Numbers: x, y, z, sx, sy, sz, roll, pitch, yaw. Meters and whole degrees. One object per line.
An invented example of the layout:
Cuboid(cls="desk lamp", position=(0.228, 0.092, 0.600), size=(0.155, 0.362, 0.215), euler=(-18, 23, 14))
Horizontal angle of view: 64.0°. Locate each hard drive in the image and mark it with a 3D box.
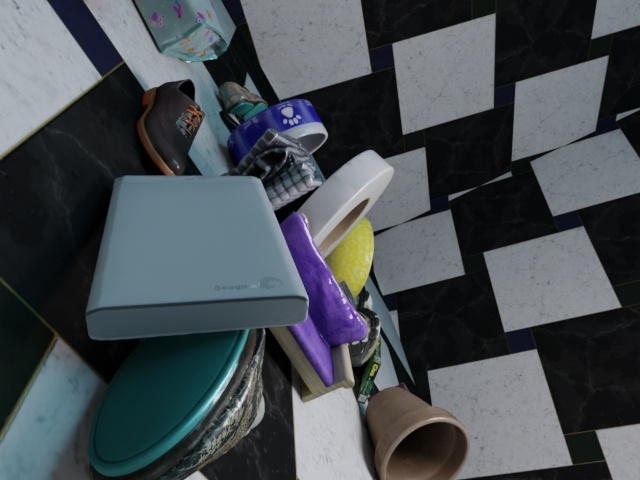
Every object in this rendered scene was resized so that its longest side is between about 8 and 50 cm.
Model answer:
Cuboid(cls="hard drive", position=(-0.148, -0.002, 0.607), size=(0.307, 0.203, 0.040), euler=(-118, -150, -57))

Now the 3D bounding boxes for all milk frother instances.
Cuboid(cls="milk frother", position=(0.034, 0.205, 1.372), size=(0.143, 0.134, 0.129), euler=(59, 11, -30))

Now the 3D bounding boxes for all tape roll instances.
Cuboid(cls="tape roll", position=(0.024, -0.049, 1.238), size=(0.072, 0.392, 0.392), euler=(42, 6, 9))

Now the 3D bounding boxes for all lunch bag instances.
Cuboid(cls="lunch bag", position=(-0.349, -0.586, 1.307), size=(0.223, 0.160, 0.262), euler=(62, 15, -7))

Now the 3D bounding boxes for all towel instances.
Cuboid(cls="towel", position=(-0.128, -0.107, 1.000), size=(0.121, 0.235, 0.284), euler=(60, 8, -3))

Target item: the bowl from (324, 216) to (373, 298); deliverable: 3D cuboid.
Cuboid(cls="bowl", position=(0.034, 0.044, 1.639), size=(0.156, 0.289, 0.289), euler=(13, 33, -20))

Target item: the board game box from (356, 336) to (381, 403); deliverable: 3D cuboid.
Cuboid(cls="board game box", position=(0.154, 0.396, 1.602), size=(0.030, 0.136, 0.259), euler=(24, 9, 4))

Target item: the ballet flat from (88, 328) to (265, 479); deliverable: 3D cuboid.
Cuboid(cls="ballet flat", position=(-0.134, 0.123, 0.616), size=(0.483, 0.164, 0.182), euler=(-107, 178, -60))

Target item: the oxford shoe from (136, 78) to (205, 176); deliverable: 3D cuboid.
Cuboid(cls="oxford shoe", position=(-0.265, -0.214, 0.932), size=(0.097, 0.098, 0.271), euler=(54, 14, -49))

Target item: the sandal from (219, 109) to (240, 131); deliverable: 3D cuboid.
Cuboid(cls="sandal", position=(-0.247, -0.322, 1.562), size=(0.179, 0.040, 0.067), euler=(42, 14, -30))

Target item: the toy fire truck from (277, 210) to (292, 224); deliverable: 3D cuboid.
Cuboid(cls="toy fire truck", position=(-0.087, -0.115, 1.593), size=(0.217, 0.158, 0.246), euler=(47, 10, 0))

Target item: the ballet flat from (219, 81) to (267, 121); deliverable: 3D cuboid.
Cuboid(cls="ballet flat", position=(-0.255, -0.468, 1.703), size=(0.106, 0.107, 0.316), euler=(57, 8, 0))

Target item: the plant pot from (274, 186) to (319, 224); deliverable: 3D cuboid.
Cuboid(cls="plant pot", position=(-0.102, -0.119, 1.403), size=(0.187, 0.188, 0.167), euler=(64, -4, 2))

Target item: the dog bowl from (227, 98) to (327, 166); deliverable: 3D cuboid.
Cuboid(cls="dog bowl", position=(-0.119, -0.274, 1.411), size=(0.104, 0.264, 0.265), euler=(62, 9, 4))

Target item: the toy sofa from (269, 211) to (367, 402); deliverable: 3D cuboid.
Cuboid(cls="toy sofa", position=(-0.038, 0.133, 1.031), size=(0.363, 0.177, 0.150), euler=(61, 9, -24))

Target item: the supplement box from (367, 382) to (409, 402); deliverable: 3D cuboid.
Cuboid(cls="supplement box", position=(0.243, 0.575, 1.564), size=(0.073, 0.130, 0.239), euler=(56, 13, -46))

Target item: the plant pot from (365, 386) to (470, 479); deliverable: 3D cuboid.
Cuboid(cls="plant pot", position=(0.232, 0.527, 1.401), size=(0.263, 0.263, 0.229), euler=(59, -9, -28))

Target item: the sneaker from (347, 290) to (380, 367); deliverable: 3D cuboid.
Cuboid(cls="sneaker", position=(0.130, 0.312, 1.661), size=(0.410, 0.158, 0.182), euler=(-77, 153, -70))
